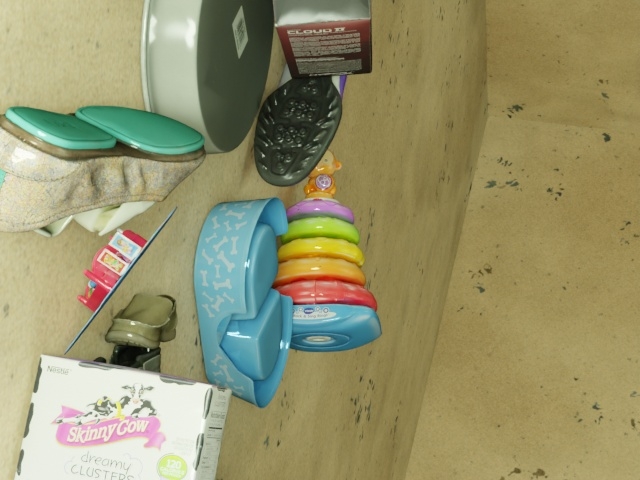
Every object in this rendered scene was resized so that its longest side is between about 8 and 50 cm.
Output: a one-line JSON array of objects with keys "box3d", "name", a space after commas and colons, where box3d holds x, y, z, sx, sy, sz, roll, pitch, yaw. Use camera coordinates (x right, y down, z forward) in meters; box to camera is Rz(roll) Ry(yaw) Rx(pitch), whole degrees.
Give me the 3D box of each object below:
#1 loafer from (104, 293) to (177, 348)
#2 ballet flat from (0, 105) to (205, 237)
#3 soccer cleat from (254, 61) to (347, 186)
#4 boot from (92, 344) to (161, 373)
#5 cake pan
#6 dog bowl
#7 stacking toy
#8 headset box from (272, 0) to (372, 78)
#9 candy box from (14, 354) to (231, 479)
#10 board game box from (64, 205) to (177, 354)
[{"box3d": [-0.181, 0.080, 1.207, 0.148, 0.056, 0.050, -8, 106, -86], "name": "loafer"}, {"box3d": [-0.199, -0.057, 1.002, 0.106, 0.107, 0.316, -64, 164, 12], "name": "ballet flat"}, {"box3d": [-0.012, -0.196, 1.613, 0.116, 0.109, 0.318, 80, 20, -62], "name": "soccer cleat"}, {"box3d": [-0.175, 0.184, 1.244, 0.246, 0.083, 0.161, -12, 104, -77], "name": "boot"}, {"box3d": [-0.113, -0.225, 1.289, 0.293, 0.054, 0.293, 8, 90, -76], "name": "cake pan"}, {"box3d": [-0.096, 0.076, 1.494, 0.166, 0.074, 0.297, -65, 159, -49], "name": "dog bowl"}, {"box3d": [0.000, 0.000, 1.726, 0.166, 0.175, 0.302, 66, 23, -70], "name": "stacking toy"}, {"box3d": [0.001, -0.327, 1.378, 0.293, 0.110, 0.218, 58, 28, -85], "name": "headset box"}, {"box3d": [-0.181, 0.211, 1.046, 0.070, 0.165, 0.196, 41, 58, -75], "name": "candy box"}, {"box3d": [-0.194, 0.026, 1.081, 0.168, 0.033, 0.133, -51, -174, 19], "name": "board game box"}]
